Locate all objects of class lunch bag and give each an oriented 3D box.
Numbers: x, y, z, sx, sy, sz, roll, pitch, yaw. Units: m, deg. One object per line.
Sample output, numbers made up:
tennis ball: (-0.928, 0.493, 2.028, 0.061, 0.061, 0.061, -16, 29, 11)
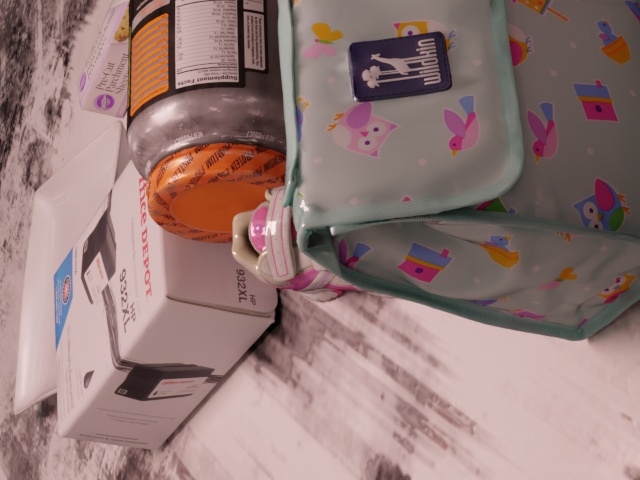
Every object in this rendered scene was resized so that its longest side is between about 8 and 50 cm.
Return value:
lunch bag: (0.093, -0.072, 0.906, 0.160, 0.262, 0.223, -43, 43, 49)

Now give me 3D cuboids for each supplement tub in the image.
supplement tub: (-0.094, -0.169, 1.376, 0.193, 0.194, 0.316, -38, 47, 52)

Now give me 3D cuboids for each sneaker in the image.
sneaker: (0.000, 0.000, 1.219, 0.252, 0.111, 0.103, -22, 60, 58)

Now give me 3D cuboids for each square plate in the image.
square plate: (-0.335, 0.049, 1.912, 0.347, 0.049, 0.344, -27, 57, 57)

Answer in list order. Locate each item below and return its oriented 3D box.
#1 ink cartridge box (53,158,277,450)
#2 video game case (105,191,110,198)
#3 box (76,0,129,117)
ink cartridge box: (-0.179, 0.058, 1.520, 0.307, 0.129, 0.223, -49, 39, 44)
video game case: (-0.230, -0.016, 1.729, 0.087, 0.011, 0.122, -18, 59, 24)
box: (-0.238, -0.307, 1.846, 0.324, 0.067, 0.063, -58, 33, 33)
